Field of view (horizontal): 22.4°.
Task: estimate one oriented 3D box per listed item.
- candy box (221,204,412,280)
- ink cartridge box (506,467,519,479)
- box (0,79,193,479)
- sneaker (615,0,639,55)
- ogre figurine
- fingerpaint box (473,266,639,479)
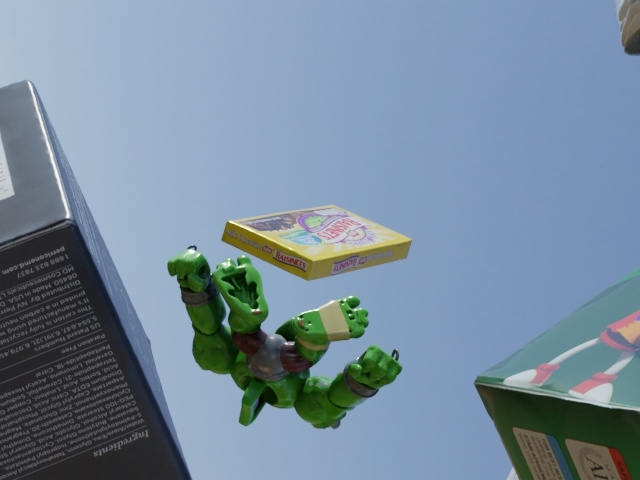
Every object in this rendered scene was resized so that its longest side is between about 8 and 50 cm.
[{"bbox_3d":[0.000,0.000,1.610,0.105,0.206,0.027,26,-72,25],"label":"candy box"},{"bbox_3d":[0.277,0.368,1.497,0.309,0.272,0.130,27,7,4],"label":"ink cartridge box"},{"bbox_3d":[-0.310,0.088,1.699,0.293,0.212,0.395,-118,-173,-53],"label":"box"},{"bbox_3d":[0.207,-0.166,0.902,0.152,0.053,0.061,-47,-129,52],"label":"sneaker"},{"bbox_3d":[-0.038,0.087,1.309,0.118,0.197,0.097,107,-6,-47],"label":"ogre figurine"},{"bbox_3d":[0.354,0.189,0.987,0.163,0.371,0.445,3,-60,61],"label":"fingerpaint box"}]
